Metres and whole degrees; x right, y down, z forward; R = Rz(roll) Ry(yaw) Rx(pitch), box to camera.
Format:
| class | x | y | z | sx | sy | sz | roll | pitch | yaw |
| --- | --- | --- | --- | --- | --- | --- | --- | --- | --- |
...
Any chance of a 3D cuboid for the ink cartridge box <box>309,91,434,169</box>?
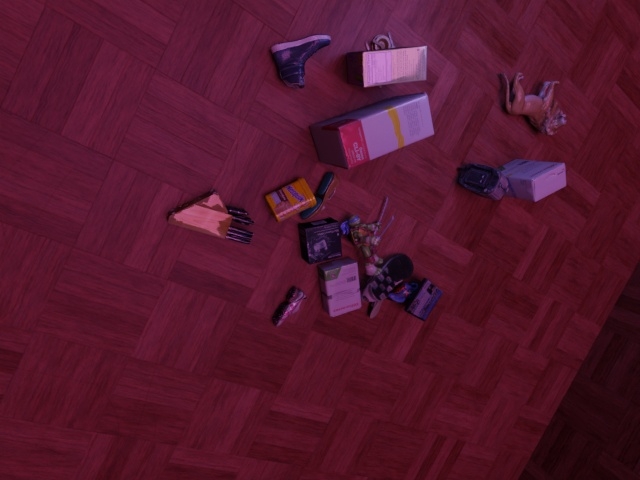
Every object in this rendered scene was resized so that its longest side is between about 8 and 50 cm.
| class | x | y | z | sx | sy | sz | roll | pitch | yaw |
| --- | --- | --- | --- | --- | --- | --- | --- | --- | --- |
| ink cartridge box | 0.194 | -0.423 | 1.564 | 0.384 | 0.279 | 0.161 | -24 | 113 | -15 |

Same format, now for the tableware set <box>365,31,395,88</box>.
| class | x | y | z | sx | sy | sz | roll | pitch | yaw |
| --- | --- | --- | --- | --- | --- | --- | --- | --- | --- |
| tableware set | 0.267 | -0.731 | 1.645 | 0.128 | 0.039 | 0.194 | -30 | 114 | -13 |

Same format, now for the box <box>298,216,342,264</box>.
| class | x | y | z | sx | sy | sz | roll | pitch | yaw |
| --- | --- | --- | --- | --- | --- | --- | --- | --- | --- |
| box | 0.000 | 0.000 | 1.704 | 0.155 | 0.093 | 0.159 | -13 | 110 | -19 |

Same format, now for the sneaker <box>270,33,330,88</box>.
| class | x | y | z | sx | sy | sz | roll | pitch | yaw |
| --- | --- | --- | --- | --- | --- | --- | --- | --- | --- |
| sneaker | -0.053 | -0.652 | 1.496 | 0.226 | 0.086 | 0.164 | -19 | 100 | -7 |

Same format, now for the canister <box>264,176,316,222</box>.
| class | x | y | z | sx | sy | sz | roll | pitch | yaw |
| --- | --- | --- | --- | --- | --- | --- | --- | --- | --- |
| canister | -0.119 | -0.158 | 1.600 | 0.169 | 0.073 | 0.126 | -27 | 76 | -11 |

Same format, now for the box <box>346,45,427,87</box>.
| class | x | y | z | sx | sy | sz | roll | pitch | yaw |
| --- | --- | --- | --- | --- | --- | --- | --- | --- | --- |
| box | 0.243 | -0.655 | 1.530 | 0.242 | 0.214 | 0.118 | -9 | 116 | -9 |

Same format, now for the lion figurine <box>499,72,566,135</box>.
| class | x | y | z | sx | sy | sz | roll | pitch | yaw |
| --- | --- | --- | --- | --- | --- | --- | --- | --- | --- |
| lion figurine | 0.995 | -0.647 | 1.941 | 0.391 | 0.142 | 0.241 | 7 | 109 | -10 |

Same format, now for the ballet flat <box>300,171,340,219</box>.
| class | x | y | z | sx | sy | sz | roll | pitch | yaw |
| --- | --- | --- | --- | --- | --- | --- | --- | --- | --- |
| ballet flat | 0.008 | -0.170 | 1.672 | 0.073 | 0.080 | 0.232 | 33 | 92 | -46 |

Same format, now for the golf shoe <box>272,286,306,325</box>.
| class | x | y | z | sx | sy | sz | roll | pitch | yaw |
| --- | --- | --- | --- | --- | --- | --- | --- | --- | --- |
| golf shoe | -0.131 | 0.294 | 1.743 | 0.086 | 0.067 | 0.186 | 36 | 88 | -28 |

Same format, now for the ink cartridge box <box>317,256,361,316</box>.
| class | x | y | z | sx | sy | sz | roll | pitch | yaw |
| --- | --- | --- | --- | --- | --- | --- | --- | --- | --- |
| ink cartridge box | 0.084 | 0.203 | 1.794 | 0.160 | 0.092 | 0.220 | -13 | 109 | -19 |

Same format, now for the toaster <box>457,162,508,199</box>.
| class | x | y | z | sx | sy | sz | roll | pitch | yaw |
| --- | --- | --- | --- | --- | --- | --- | --- | --- | --- |
| toaster | 0.755 | -0.272 | 1.896 | 0.146 | 0.226 | 0.129 | 19 | 98 | -43 |

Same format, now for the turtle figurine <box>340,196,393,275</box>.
| class | x | y | z | sx | sy | sz | roll | pitch | yaw |
| --- | --- | --- | --- | --- | --- | --- | --- | --- | --- |
| turtle figurine | 0.240 | -0.002 | 1.748 | 0.274 | 0.198 | 0.267 | -24 | 116 | -12 |

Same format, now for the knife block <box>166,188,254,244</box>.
| class | x | y | z | sx | sy | sz | roll | pitch | yaw |
| --- | --- | --- | --- | --- | --- | --- | --- | --- | --- |
| knife block | -0.395 | -0.053 | 1.523 | 0.275 | 0.088 | 0.242 | -29 | 113 | -14 |

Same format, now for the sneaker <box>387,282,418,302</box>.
| class | x | y | z | sx | sy | sz | roll | pitch | yaw |
| --- | --- | --- | --- | --- | --- | --- | --- | --- | --- |
| sneaker | 0.388 | 0.244 | 1.943 | 0.221 | 0.083 | 0.087 | -1 | 94 | -39 |

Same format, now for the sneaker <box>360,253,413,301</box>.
| class | x | y | z | sx | sy | sz | roll | pitch | yaw |
| --- | --- | --- | --- | --- | --- | --- | --- | --- | --- |
| sneaker | 0.296 | 0.173 | 1.876 | 0.330 | 0.146 | 0.123 | -32 | 89 | -36 |

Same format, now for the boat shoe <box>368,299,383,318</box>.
| class | x | y | z | sx | sy | sz | roll | pitch | yaw |
| --- | --- | --- | --- | --- | --- | --- | --- | --- | --- |
| boat shoe | 0.259 | 0.304 | 1.926 | 0.048 | 0.042 | 0.133 | 17 | 98 | -46 |

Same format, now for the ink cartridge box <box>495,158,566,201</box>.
| class | x | y | z | sx | sy | sz | roll | pitch | yaw |
| --- | --- | --- | --- | --- | --- | --- | --- | --- | --- |
| ink cartridge box | 0.971 | -0.290 | 1.930 | 0.201 | 0.278 | 0.117 | -25 | 112 | -14 |

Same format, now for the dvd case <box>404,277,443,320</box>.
| class | x | y | z | sx | sy | sz | roll | pitch | yaw |
| --- | --- | --- | --- | --- | --- | --- | --- | --- | --- |
| dvd case | 0.504 | 0.292 | 1.980 | 0.181 | 0.022 | 0.253 | -57 | 141 | 0 |
